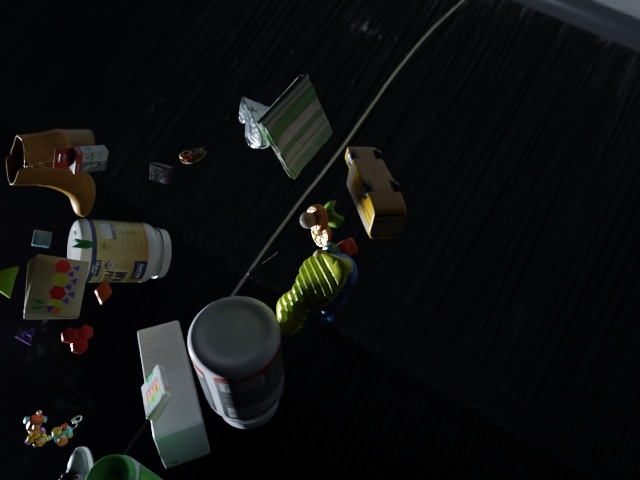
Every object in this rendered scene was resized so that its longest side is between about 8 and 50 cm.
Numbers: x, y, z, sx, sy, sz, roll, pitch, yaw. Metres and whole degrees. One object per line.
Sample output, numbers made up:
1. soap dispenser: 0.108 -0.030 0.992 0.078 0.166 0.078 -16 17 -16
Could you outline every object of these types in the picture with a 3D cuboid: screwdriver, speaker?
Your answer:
1. screwdriver: -0.248 0.097 2.068 0.024 0.170 0.025 45 -171 -35
2. speaker: -0.477 0.647 1.220 0.131 0.131 0.296 25 148 27

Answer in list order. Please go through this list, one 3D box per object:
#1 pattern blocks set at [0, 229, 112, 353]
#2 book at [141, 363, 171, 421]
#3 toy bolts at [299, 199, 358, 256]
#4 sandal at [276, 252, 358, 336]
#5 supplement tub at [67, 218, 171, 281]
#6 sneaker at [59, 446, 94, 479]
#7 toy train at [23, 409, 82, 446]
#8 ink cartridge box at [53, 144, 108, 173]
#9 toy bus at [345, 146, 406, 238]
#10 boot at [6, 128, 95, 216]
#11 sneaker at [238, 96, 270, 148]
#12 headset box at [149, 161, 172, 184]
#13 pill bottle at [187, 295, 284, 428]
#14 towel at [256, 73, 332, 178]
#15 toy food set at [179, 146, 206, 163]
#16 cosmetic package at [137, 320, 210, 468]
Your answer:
1. pattern blocks set: -0.744 0.137 1.346 0.285 0.324 0.026 21 152 -25
2. book: -0.490 0.452 1.431 0.035 0.096 0.144 31 -174 -35
3. toy bolts: 0.000 0.000 1.735 0.228 0.158 0.218 62 144 16
4. sandal: 0.007 0.125 1.135 0.138 0.126 0.317 0 152 -29
5. supplement tub: -0.738 0.041 1.761 0.316 0.228 0.228 3 -171 -39
6. sneaker: -0.878 0.855 1.605 0.124 0.295 0.178 -12 156 22
7. toy train: -0.810 0.573 1.436 0.166 0.125 0.046 24 -166 -45
8. ink cartridge box: -0.579 -0.195 1.156 0.115 0.063 0.029 -18 -122 -45
9. toy bus: 0.162 -0.163 1.498 0.108 0.332 0.130 -3 133 -14
10. boot: -0.732 -0.170 1.298 0.104 0.295 0.211 36 -145 21
11. sneaker: -0.212 -0.429 1.725 0.129 0.111 0.297 2 -138 -21
12. headset box: -0.567 -0.241 1.710 0.083 0.062 0.032 16 -156 12
13. pill bottle: -0.197 0.320 1.193 0.210 0.210 0.363 27 143 20
14. towel: -0.075 -0.384 1.644 0.038 0.248 0.325 34 170 29
15. toy food set: -0.391 -0.263 1.470 0.083 0.083 0.020 50 162 52
16. cosmetic package: -0.538 0.543 1.735 0.453 0.162 0.230 -120 24 -43
